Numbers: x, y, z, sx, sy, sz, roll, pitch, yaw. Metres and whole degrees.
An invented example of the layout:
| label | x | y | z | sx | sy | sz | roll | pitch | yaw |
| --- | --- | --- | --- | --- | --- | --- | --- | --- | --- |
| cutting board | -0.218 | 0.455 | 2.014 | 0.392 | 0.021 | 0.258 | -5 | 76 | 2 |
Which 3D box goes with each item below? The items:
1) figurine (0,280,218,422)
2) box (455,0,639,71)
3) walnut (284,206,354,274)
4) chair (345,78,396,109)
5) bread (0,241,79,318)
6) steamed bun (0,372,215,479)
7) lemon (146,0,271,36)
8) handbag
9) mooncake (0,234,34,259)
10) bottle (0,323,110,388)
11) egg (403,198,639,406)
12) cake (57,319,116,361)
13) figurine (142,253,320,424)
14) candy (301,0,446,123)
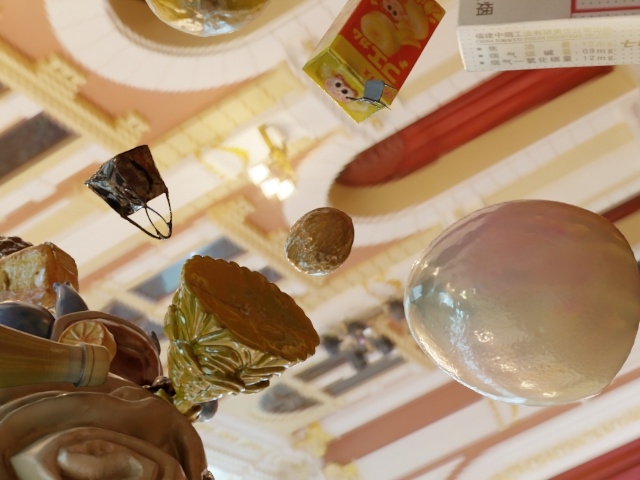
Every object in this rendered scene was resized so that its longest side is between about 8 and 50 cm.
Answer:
| label | x | y | z | sx | sy | sz | roll | pitch | yaw |
| --- | --- | --- | --- | --- | --- | --- | --- | --- | --- |
| figurine | -0.383 | 0.234 | 1.913 | 0.416 | 0.298 | 0.243 | 20 | 169 | -9 |
| box | 0.321 | -0.300 | 1.245 | 0.095 | 0.330 | 0.210 | 64 | -151 | -60 |
| walnut | 0.000 | 0.000 | 1.829 | 0.105 | 0.124 | 0.105 | 48 | -162 | -20 |
| chair | 0.079 | -0.227 | 1.739 | 0.086 | 0.037 | 0.042 | 6 | -88 | -51 |
| bread | -0.600 | 0.113 | 2.231 | 0.119 | 0.288 | 0.153 | 28 | -134 | -56 |
| steamed bun | -0.218 | 0.234 | 1.057 | 0.309 | 0.219 | 0.324 | 27 | -152 | -14 |
| lemon | -0.197 | -0.492 | 1.974 | 0.293 | 0.293 | 0.293 | 55 | -164 | -24 |
| handbag | -0.261 | -0.058 | 1.641 | 0.139 | 0.072 | 0.115 | 57 | -160 | -2 |
| mooncake | -0.716 | 0.104 | 2.528 | 0.228 | 0.228 | 0.124 | 61 | -167 | -1 |
| bottle | -0.308 | 0.093 | 0.955 | 0.269 | 0.083 | 0.083 | 8 | -133 | -30 |
| egg | 0.304 | 0.097 | 1.915 | 0.339 | 0.355 | 0.355 | 8 | -134 | -27 |
| cake | -0.337 | 0.156 | 1.637 | 0.044 | 0.084 | 0.084 | 66 | -172 | -45 |
| figurine | -0.170 | 0.186 | 1.375 | 0.187 | 0.315 | 0.168 | 5 | -139 | -54 |
| candy | 0.094 | -0.341 | 1.927 | 0.146 | 0.088 | 0.276 | 42 | -128 | -18 |
